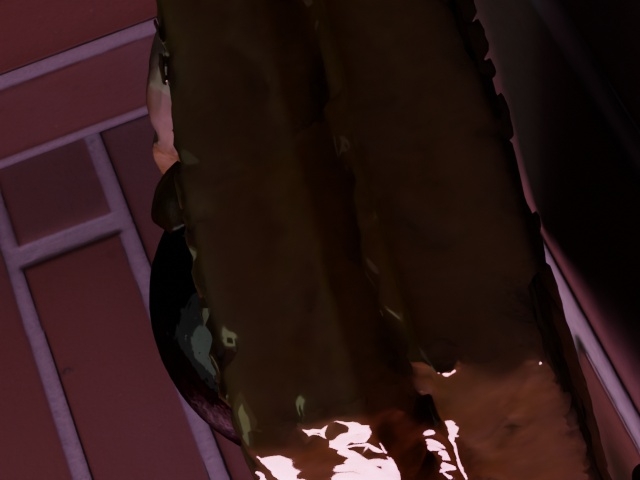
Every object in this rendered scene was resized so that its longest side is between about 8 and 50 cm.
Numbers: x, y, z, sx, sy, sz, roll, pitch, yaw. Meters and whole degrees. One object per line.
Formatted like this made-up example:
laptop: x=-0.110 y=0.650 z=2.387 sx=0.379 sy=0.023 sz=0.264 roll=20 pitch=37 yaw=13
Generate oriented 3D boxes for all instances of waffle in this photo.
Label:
waffle: x=0.046 y=0.027 z=0.750 sx=0.376 sy=0.114 sz=0.261 roll=61 pitch=-164 yaw=-57

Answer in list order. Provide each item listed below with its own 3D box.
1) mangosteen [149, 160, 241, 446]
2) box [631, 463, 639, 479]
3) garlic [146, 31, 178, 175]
mangosteen: x=0.000 y=0.000 z=1.068 sx=0.211 sy=0.211 sz=0.250 roll=-121 pitch=22 yaw=-64
box: x=0.166 y=0.147 z=0.653 sx=0.111 sy=0.060 sz=0.156 roll=-145 pitch=37 yaw=-81
garlic: x=-0.011 y=-0.090 z=1.214 sx=0.142 sy=0.178 sz=0.229 roll=28 pitch=170 yaw=33
